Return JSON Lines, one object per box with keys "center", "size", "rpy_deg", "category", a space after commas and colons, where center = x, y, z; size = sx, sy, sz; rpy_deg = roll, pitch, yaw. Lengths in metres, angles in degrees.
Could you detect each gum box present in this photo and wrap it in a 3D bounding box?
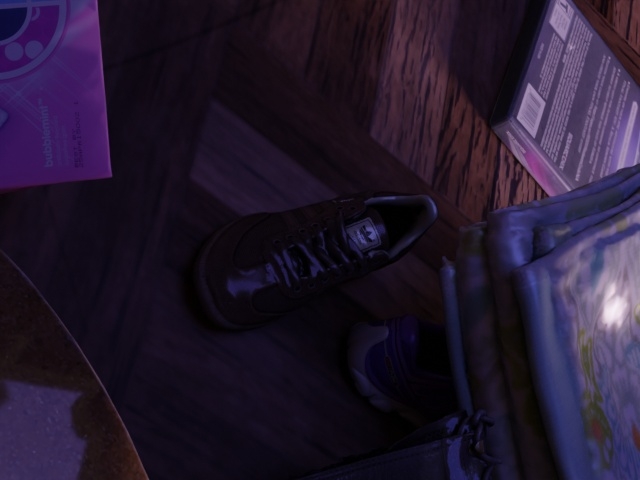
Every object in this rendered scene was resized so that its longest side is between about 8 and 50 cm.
{"center": [-0.162, -0.110, 0.688], "size": [0.107, 0.062, 0.188], "rpy_deg": [-7, 105, -16], "category": "gum box"}

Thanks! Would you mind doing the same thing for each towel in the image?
{"center": [0.212, 0.138, 0.980], "size": [0.320, 0.090, 0.375], "rpy_deg": [-20, 102, -53], "category": "towel"}

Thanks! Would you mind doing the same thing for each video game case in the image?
{"center": [0.253, -0.067, 1.251], "size": [0.274, 0.026, 0.196], "rpy_deg": [47, 42, -23], "category": "video game case"}

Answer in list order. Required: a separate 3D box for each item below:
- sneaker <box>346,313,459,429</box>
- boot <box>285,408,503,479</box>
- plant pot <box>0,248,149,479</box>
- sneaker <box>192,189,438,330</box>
{"center": [0.092, 0.097, 0.947], "size": [0.170, 0.071, 0.068], "rpy_deg": [29, 51, -37], "category": "sneaker"}
{"center": [0.103, 0.204, 0.801], "size": [0.263, 0.091, 0.229], "rpy_deg": [-10, 80, -5], "category": "boot"}
{"center": [-0.216, 0.131, 0.482], "size": [0.254, 0.237, 0.237], "rpy_deg": [-30, 94, -39], "category": "plant pot"}
{"center": [0.000, 0.000, 0.892], "size": [0.188, 0.071, 0.066], "rpy_deg": [-25, 91, -52], "category": "sneaker"}
